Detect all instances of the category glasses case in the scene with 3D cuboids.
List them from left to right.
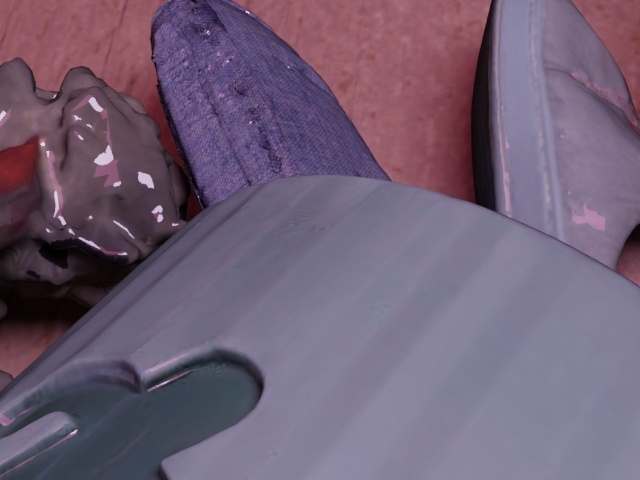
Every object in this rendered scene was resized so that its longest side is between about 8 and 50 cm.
[{"bbox_3d":[0.000,0.000,0.645,0.067,0.109,0.282,-36,53,17],"label":"glasses case"}]

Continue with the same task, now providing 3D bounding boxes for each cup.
[{"bbox_3d":[-0.015,0.229,0.379,0.401,0.310,0.392,39,58,3],"label":"cup"}]

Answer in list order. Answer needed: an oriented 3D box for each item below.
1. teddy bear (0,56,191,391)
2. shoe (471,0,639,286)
[{"bbox_3d":[-0.247,0.013,0.530,0.224,0.357,0.367,-33,27,29],"label":"teddy bear"},{"bbox_3d":[0.117,-0.015,0.657,0.100,0.103,0.251,0,57,3],"label":"shoe"}]
